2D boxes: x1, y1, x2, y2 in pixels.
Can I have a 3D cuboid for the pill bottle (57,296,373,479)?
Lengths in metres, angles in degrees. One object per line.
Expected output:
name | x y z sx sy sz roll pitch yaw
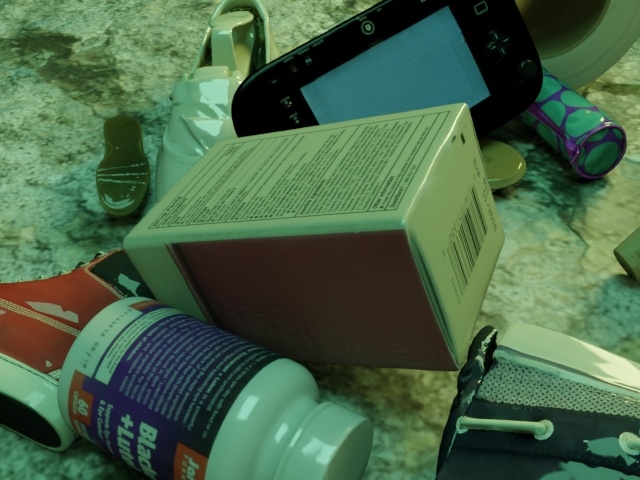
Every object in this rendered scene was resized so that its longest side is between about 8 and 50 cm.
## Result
pill bottle | -0.068 0.117 0.454 0.194 0.108 0.108 19 47 26

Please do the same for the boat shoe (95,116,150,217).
boat shoe | -0.215 -0.074 0.745 0.056 0.048 0.153 -4 46 -17

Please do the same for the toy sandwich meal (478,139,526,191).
toy sandwich meal | 0.170 -0.074 0.707 0.086 0.029 0.085 -3 44 3

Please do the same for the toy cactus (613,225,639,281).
toy cactus | 0.334 -0.025 0.561 0.180 0.219 0.112 -35 1 8

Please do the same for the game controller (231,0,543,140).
game controller | 0.073 -0.145 0.673 0.319 0.166 0.067 -32 22 -13

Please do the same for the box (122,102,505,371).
box | 0.000 0.000 0.517 0.232 0.126 0.148 -3 37 32

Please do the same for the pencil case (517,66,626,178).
pencil case | 0.256 -0.130 0.731 0.070 0.064 0.151 -4 38 -22

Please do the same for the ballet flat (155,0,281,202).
ballet flat | -0.109 -0.157 0.755 0.139 0.139 0.400 -2 41 4

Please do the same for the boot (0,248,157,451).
boot | -0.252 0.051 0.571 0.244 0.088 0.176 20 46 15

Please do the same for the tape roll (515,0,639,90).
tape roll | 0.241 -0.308 0.800 0.246 0.246 0.169 -8 41 -2

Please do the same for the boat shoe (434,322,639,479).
boat shoe | 0.216 0.168 0.367 0.341 0.127 0.158 13 48 32
